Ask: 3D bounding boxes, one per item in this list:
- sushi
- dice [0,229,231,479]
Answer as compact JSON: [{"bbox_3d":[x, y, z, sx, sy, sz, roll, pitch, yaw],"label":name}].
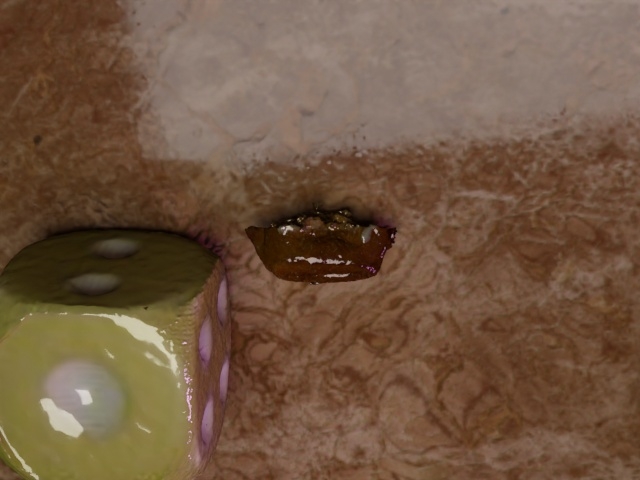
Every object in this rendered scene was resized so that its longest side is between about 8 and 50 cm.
[{"bbox_3d":[0.000,0.001,1.498,0.118,0.061,0.060,4,71,-11],"label":"sushi"},{"bbox_3d":[-0.164,0.093,1.493,0.169,0.169,0.166,4,112,7],"label":"dice"}]
